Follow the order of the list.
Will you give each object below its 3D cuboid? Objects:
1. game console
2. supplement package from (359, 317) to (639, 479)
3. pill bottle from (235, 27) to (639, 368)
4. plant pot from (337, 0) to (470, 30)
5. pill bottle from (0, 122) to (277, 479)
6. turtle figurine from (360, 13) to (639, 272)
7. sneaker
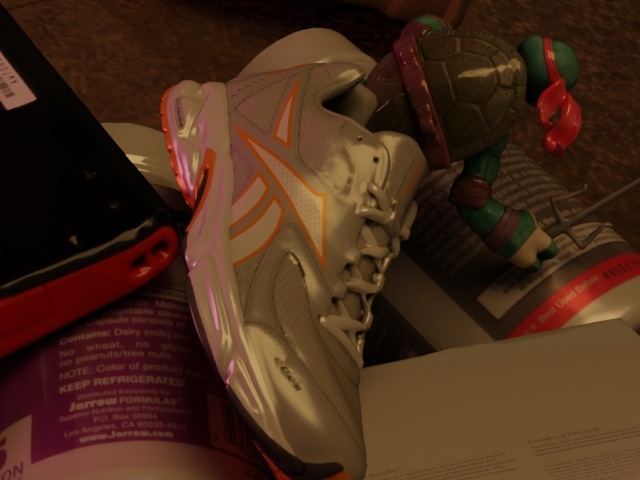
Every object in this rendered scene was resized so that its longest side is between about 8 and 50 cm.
[{"bbox_3d":[-0.302,-0.027,0.771,0.342,0.060,0.386,-24,45,-20],"label":"game console"},{"bbox_3d":[0.098,0.154,0.694,0.194,0.149,0.203,-11,17,-6],"label":"supplement package"},{"bbox_3d":[0.069,0.002,0.937,0.176,0.176,0.318,-19,53,-40],"label":"pill bottle"},{"bbox_3d":[-0.006,-0.321,1.247,0.253,0.276,0.276,2,41,-8],"label":"plant pot"},{"bbox_3d":[-0.108,0.075,0.772,0.169,0.169,0.301,8,40,-18],"label":"pill bottle"},{"bbox_3d":[0.064,-0.069,0.815,0.234,0.118,0.175,-15,60,9],"label":"turtle figurine"},{"bbox_3d":[0.000,0.000,0.678,0.121,0.099,0.262,-19,49,4],"label":"sneaker"}]
